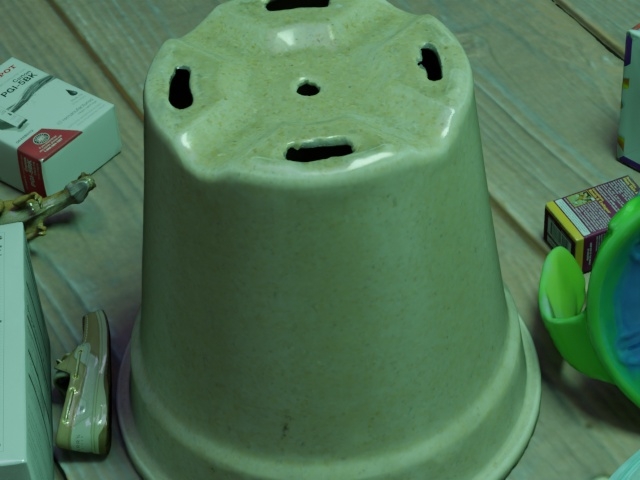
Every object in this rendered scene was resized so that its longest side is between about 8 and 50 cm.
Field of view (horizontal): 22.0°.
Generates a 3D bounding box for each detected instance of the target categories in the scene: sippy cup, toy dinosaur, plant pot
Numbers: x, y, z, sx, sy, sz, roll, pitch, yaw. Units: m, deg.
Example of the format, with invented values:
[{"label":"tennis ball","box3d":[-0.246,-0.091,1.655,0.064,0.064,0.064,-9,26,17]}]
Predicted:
[{"label":"sippy cup","box3d":[0.331,-0.001,1.237,0.305,0.240,0.224,15,36,9]},{"label":"toy dinosaur","box3d":[-0.296,-0.015,1.425,0.211,0.064,0.112,-4,30,8]},{"label":"plant pot","box3d":[0.000,0.000,1.188,0.333,0.305,0.334,-2,42,1]}]

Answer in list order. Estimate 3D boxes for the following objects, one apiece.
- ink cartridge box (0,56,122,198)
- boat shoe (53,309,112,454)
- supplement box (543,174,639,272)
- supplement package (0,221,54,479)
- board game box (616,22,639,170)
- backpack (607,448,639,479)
[{"label":"ink cartridge box","box3d":[-0.266,-0.102,1.506,0.135,0.056,0.099,26,50,28]},{"label":"boat shoe","box3d":[-0.184,0.107,1.272,0.045,0.050,0.135,-1,42,-6]},{"label":"supplement box","box3d":[0.236,-0.013,1.382,0.083,0.043,0.055,-18,43,-14]},{"label":"supplement package","box3d":[-0.269,0.120,1.199,0.139,0.134,0.244,-7,42,-4]},{"label":"board game box","box3d":[0.407,-0.161,1.461,0.275,0.144,0.142,-33,49,-30]},{"label":"backpack","box3d":[0.271,0.215,0.997,0.253,0.225,0.191,-37,29,-26]}]
